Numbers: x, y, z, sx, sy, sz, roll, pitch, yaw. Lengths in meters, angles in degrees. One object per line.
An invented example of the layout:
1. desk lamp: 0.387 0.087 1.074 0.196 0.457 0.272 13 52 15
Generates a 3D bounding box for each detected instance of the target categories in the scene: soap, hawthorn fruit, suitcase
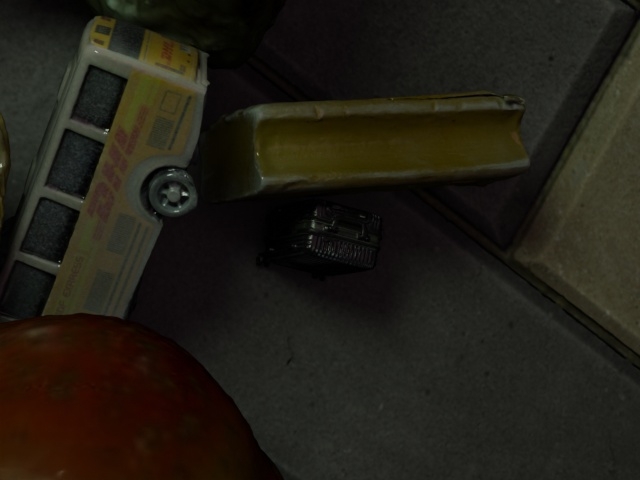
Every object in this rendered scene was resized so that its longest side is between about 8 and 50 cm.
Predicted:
1. soap: 0.038 -0.087 1.295 0.274 0.173 0.089 -5 91 -24
2. hawthorn fruit: -0.206 0.274 1.028 0.402 0.403 0.403 1 86 -23
3. suitcase: 0.000 0.000 1.298 0.086 0.126 0.059 13 81 -23

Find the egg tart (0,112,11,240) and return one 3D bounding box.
1. egg tart: -0.361 -0.041 1.003 0.288 0.118 0.288 -4 97 -37

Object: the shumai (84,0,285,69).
1. shumai: -0.154 -0.351 1.167 0.348 0.395 0.395 19 79 2

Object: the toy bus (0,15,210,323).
1. toy bus: -0.190 -0.008 1.142 0.138 0.097 0.343 19 115 -16
